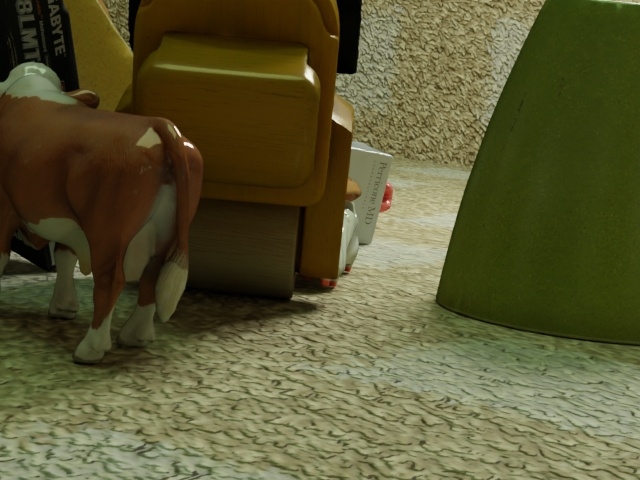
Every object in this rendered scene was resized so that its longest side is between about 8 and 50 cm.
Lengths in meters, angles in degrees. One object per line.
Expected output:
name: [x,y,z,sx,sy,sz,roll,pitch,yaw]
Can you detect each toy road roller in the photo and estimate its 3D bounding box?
toy road roller: [-0.075,-0.082,1.256,0.202,0.330,0.241,6,25,0]

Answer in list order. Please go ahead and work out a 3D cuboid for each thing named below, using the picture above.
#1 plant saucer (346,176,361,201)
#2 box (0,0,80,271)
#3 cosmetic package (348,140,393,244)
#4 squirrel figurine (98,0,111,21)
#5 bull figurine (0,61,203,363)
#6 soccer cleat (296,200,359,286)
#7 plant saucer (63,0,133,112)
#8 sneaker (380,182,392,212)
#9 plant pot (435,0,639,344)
plant saucer: [-0.056,-0.038,1.623,0.199,0.037,0.200,-16,-5,-1]
box: [-0.331,-0.155,1.397,0.295,0.293,0.073,26,41,36]
cosmetic package: [-0.037,-0.073,1.807,0.231,0.117,0.085,8,11,-30]
squirrel figurine: [-0.462,-0.182,2.127,0.370,0.281,0.397,-3,-9,9]
bull figurine: [-0.183,-0.029,1.107,0.101,0.189,0.310,3,8,-32]
soccer cleat: [0.000,0.000,1.505,0.068,0.076,0.196,7,7,10]
plant saucer: [-0.364,-0.181,1.586,0.332,0.333,0.081,-8,39,33]
sneaker: [-0.028,-0.078,1.980,0.136,0.116,0.313,14,10,43]
plant pot: [0.260,-0.073,1.427,0.274,0.294,0.275,6,7,-1]
